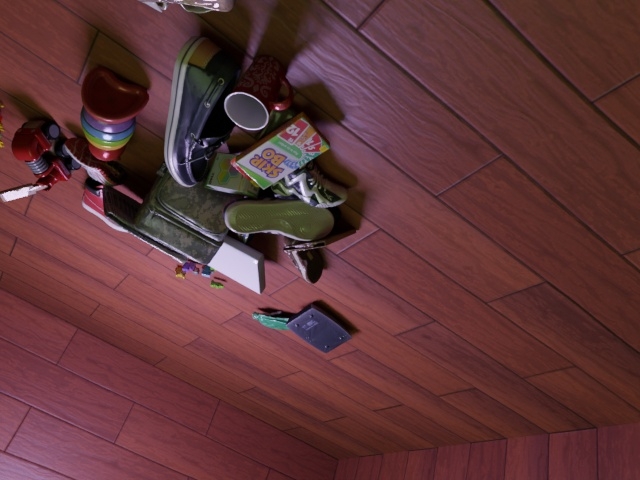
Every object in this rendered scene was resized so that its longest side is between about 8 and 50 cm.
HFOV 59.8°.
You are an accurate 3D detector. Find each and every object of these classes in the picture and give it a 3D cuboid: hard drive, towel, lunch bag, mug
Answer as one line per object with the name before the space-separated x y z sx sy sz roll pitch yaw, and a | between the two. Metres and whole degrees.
hard drive | -0.005 0.372 2.364 0.172 0.054 0.255 -36 121 25
towel | -0.606 -0.063 1.938 0.324 0.056 0.312 37 -177 -30
lunch bag | -0.428 -0.107 1.835 0.305 0.212 0.256 32 103 -18
mug | -0.139 -0.367 1.387 0.150 0.169 0.113 22 144 -4
hard drive | -0.366 0.050 2.082 0.353 0.047 0.233 27 147 16

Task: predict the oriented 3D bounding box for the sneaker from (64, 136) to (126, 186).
sneaker | -0.782 -0.258 1.906 0.093 0.088 0.225 -13 133 39

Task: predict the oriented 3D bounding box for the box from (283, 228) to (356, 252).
box | 0.000 0.000 1.812 0.164 0.201 0.021 -9 96 34

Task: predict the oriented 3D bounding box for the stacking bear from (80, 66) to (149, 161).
stacking bear | -0.636 -0.344 1.673 0.175 0.164 0.289 27 149 -10

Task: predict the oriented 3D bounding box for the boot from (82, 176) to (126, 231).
boot | -0.765 -0.135 2.067 0.244 0.088 0.176 30 142 -9

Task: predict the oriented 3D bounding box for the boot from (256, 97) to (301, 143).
boot | -0.115 -0.292 1.552 0.106 0.082 0.219 24 143 -1

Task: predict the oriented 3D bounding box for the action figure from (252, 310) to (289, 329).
action figure | -0.190 0.354 2.462 0.232 0.063 0.137 12 146 4

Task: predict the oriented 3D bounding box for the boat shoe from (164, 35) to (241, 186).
boat shoe | -0.319 -0.315 1.534 0.156 0.186 0.500 26 139 1

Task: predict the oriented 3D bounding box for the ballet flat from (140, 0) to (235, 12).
ballet flat | -0.341 -0.572 1.273 0.316 0.107 0.106 13 158 10

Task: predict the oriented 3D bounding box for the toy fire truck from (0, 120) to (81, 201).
toy fire truck | -0.965 -0.251 1.863 0.159 0.246 0.217 5 142 18

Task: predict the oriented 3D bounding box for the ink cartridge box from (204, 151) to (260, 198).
ink cartridge box | -0.273 -0.202 1.680 0.209 0.109 0.062 13 173 29

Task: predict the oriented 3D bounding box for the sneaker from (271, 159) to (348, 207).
sneaker | -0.021 -0.189 1.633 0.235 0.094 0.153 18 142 -3

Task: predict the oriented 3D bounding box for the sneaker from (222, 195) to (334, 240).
sneaker | -0.133 -0.081 1.728 0.350 0.131 0.148 7 -168 -24

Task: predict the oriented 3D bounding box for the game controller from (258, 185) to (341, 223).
game controller | -0.090 -0.129 1.789 0.319 0.067 0.166 34 128 -21

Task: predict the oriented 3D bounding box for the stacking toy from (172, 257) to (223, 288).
stacking toy | -0.506 0.117 2.313 0.221 0.052 0.167 16 146 2

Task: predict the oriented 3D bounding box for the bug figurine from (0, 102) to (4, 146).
bug figurine | -1.188 -0.425 1.887 0.279 0.072 0.216 18 151 -5

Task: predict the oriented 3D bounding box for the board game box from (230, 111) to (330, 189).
board game box | -0.114 -0.236 1.529 0.259 0.039 0.124 -28 130 24

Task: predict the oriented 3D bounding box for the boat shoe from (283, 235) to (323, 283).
boat shoe | -0.065 0.058 2.006 0.095 0.095 0.257 27 153 32

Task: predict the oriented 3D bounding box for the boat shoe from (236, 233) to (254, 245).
boat shoe | -0.271 -0.043 1.981 0.066 0.066 0.183 33 146 7
